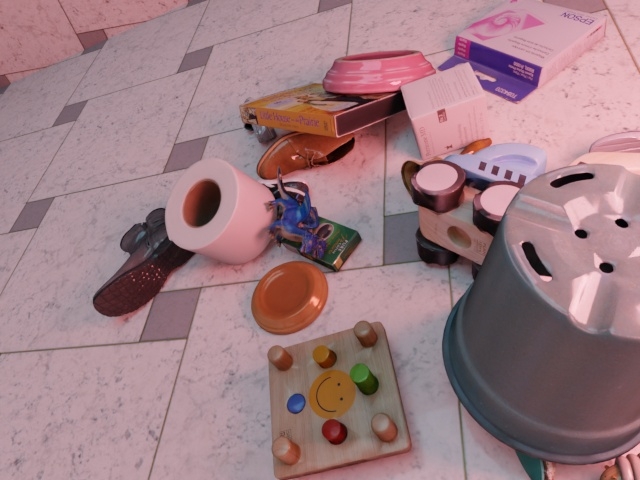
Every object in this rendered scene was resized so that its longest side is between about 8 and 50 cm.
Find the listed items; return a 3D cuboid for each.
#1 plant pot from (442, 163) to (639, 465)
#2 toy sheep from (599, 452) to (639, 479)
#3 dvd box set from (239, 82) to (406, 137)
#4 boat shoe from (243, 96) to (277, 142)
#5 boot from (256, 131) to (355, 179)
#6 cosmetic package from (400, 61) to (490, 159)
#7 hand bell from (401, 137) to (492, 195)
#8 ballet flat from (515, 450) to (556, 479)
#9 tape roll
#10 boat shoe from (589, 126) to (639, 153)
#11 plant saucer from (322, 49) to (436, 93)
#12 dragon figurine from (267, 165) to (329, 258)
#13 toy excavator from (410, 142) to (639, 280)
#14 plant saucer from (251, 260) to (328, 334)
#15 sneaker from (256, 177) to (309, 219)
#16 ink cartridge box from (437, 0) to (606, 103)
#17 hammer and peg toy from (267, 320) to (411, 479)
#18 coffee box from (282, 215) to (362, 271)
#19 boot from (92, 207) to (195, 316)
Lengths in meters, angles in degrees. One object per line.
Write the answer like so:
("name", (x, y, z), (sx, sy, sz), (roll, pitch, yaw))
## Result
("plant pot", (0.358, 0.095, 0.677), (0.341, 0.334, 0.341), (-5, 52, 6))
("toy sheep", (0.475, 0.352, 0.690), (0.132, 0.091, 0.091), (-4, 52, 15))
("dvd box set", (0.006, -0.391, 1.397), (0.308, 0.062, 0.420), (-28, 33, -33))
("boat shoe", (-0.224, -0.404, 1.612), (0.081, 0.079, 0.227), (-30, 51, -5))
("boot", (-0.041, -0.252, 1.394), (0.305, 0.112, 0.115), (-30, 54, -3))
("cosmetic package", (0.324, -0.335, 1.255), (0.184, 0.151, 0.151), (-17, 49, 13))
("hand bell", (0.332, -0.197, 1.192), (0.242, 0.126, 0.126), (-32, 47, -17))
("ballet flat", (0.343, 0.281, 0.813), (0.077, 0.091, 0.241), (-8, 51, -14))
("tape roll", (-0.258, -0.071, 1.259), (0.246, 0.169, 0.246), (-10, 70, 28))
("boat shoe", (0.705, -0.205, 1.038), (0.226, 0.083, 0.076), (2, 36, 19))
("plant saucer", (0.169, -0.499, 1.406), (0.332, 0.084, 0.332), (-5, 25, 2))
("dragon figurine", (-0.052, -0.069, 1.206), (0.144, 0.085, 0.289), (-12, 53, 16))
("toy excavator", (0.466, -0.103, 0.988), (0.433, 0.222, 0.445), (29, 62, 37))
("plant saucer", (-0.080, 0.128, 1.155), (0.200, 0.037, 0.200), (-13, 49, 15))
("sneaker", (-0.140, -0.106, 1.338), (0.217, 0.079, 0.121), (-9, 50, 17))
("ink cartridge box", (0.562, -0.565, 1.384), (0.330, 0.071, 0.324), (-38, 48, -8))
("hammer and peg toy", (0.023, 0.338, 0.879), (0.266, 0.127, 0.361), (-17, 49, 12))
("coffee box", (0.000, 0.000, 1.215), (0.184, 0.040, 0.113), (22, 66, 36))
("boot", (-0.525, 0.058, 1.381), (0.338, 0.118, 0.223), (-41, 45, -24))
